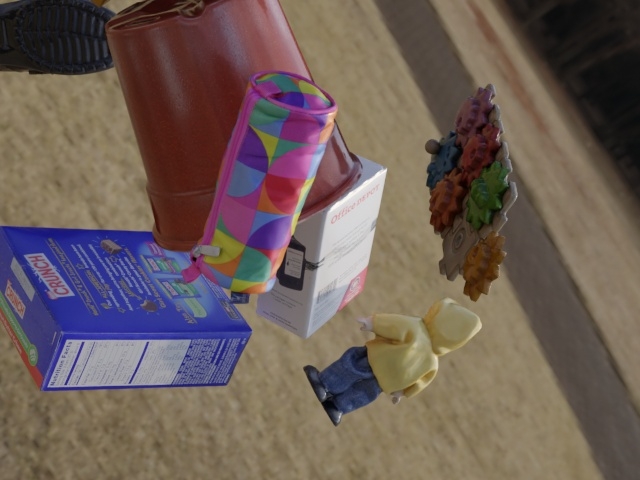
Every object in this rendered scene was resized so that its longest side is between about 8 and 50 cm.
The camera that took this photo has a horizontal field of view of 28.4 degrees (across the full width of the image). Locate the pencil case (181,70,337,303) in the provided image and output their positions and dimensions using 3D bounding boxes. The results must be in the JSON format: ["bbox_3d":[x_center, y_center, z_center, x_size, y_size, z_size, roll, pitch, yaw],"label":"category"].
[{"bbox_3d":[-0.062,-0.054,1.289,0.104,0.236,0.104,17,24,-8],"label":"pencil case"}]

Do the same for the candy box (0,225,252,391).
[{"bbox_3d":[-0.306,0.098,1.883,0.317,0.122,0.268,4,32,-38],"label":"candy box"}]

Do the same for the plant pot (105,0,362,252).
[{"bbox_3d":[-0.118,-0.166,1.506,0.272,0.272,0.265,-82,155,-67],"label":"plant pot"}]

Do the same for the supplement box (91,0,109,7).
[{"bbox_3d":[-0.222,-0.413,1.489,0.129,0.191,0.194,40,42,-3],"label":"supplement box"}]

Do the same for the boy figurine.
[{"bbox_3d":[0.115,0.175,1.996,0.177,0.285,0.092,59,0,-31],"label":"boy figurine"}]

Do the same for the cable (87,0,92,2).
[{"bbox_3d":[-0.428,-0.463,2.362,0.287,0.072,0.139,103,-1,-53],"label":"cable"}]

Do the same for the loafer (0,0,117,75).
[{"bbox_3d":[-0.510,-0.355,2.189,0.130,0.366,0.134,-113,-155,-84],"label":"loafer"}]

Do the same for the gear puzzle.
[{"bbox_3d":[0.178,-0.048,1.586,0.044,0.175,0.339,20,38,-18],"label":"gear puzzle"}]

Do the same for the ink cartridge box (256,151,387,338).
[{"bbox_3d":[0.000,0.000,1.902,0.100,0.237,0.172,26,39,23],"label":"ink cartridge box"}]
